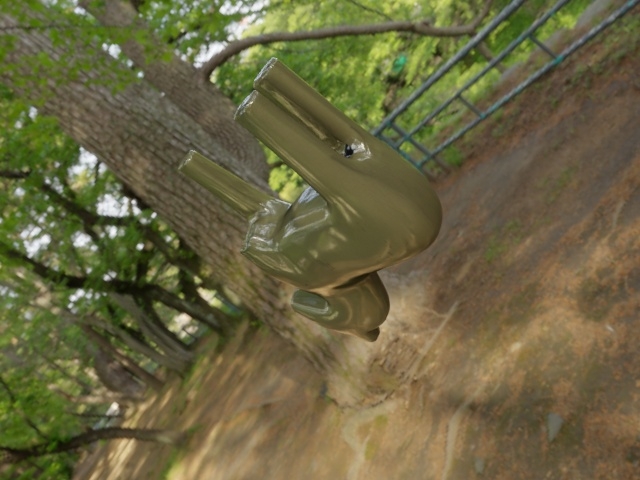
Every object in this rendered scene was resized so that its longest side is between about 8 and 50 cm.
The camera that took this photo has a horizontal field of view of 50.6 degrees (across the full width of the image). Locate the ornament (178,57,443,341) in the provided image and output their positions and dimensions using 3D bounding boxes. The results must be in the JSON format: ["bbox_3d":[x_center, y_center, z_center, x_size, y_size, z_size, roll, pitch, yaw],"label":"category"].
[{"bbox_3d":[0.000,0.000,0.532,0.230,0.245,0.061,-28,31,52],"label":"ornament"}]
